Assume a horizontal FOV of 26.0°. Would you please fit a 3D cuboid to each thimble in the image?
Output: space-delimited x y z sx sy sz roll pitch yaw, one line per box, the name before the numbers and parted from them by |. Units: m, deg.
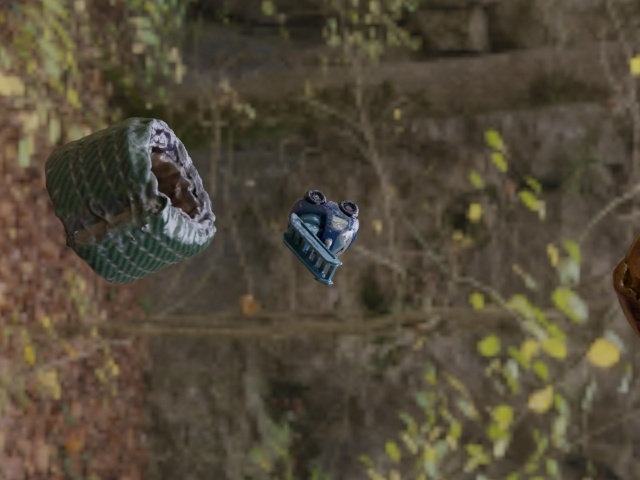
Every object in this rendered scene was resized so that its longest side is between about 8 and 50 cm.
thimble | -0.145 -0.033 1.069 0.118 0.090 0.135 68 11 14

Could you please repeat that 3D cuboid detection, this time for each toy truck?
toy truck | 0.000 0.000 1.363 0.090 0.073 0.056 -82 -167 -49

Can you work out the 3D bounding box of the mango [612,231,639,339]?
mango | 0.473 0.093 1.459 0.201 0.350 0.199 -42 -156 31
